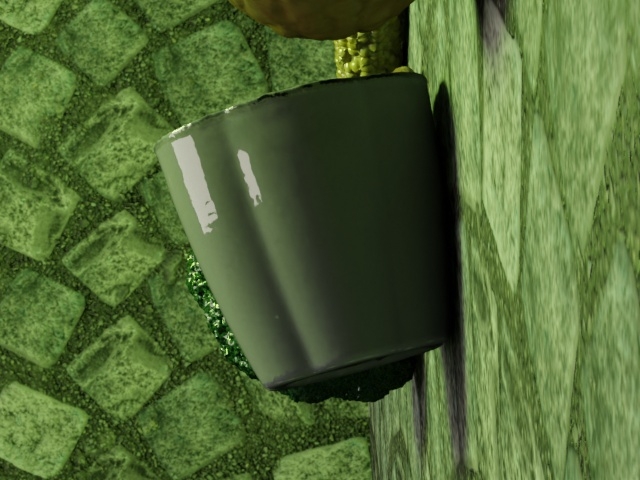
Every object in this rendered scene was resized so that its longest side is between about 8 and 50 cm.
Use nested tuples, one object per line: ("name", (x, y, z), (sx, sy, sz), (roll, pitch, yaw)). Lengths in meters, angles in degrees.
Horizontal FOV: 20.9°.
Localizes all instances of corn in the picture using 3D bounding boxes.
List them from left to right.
("corn", (0.056, -0.214, 1.974), (0.288, 0.087, 0.086), (85, -179, -51))

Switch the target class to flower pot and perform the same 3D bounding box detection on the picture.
("flower pot", (0.000, 0.000, 1.555), (0.265, 0.265, 0.243), (93, 163, -80))

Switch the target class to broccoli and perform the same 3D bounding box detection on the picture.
("broccoli", (-0.009, 0.041, 1.989), (0.297, 0.298, 0.297), (-63, -22, -46))

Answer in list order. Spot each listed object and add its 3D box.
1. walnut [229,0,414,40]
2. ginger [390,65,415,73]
("walnut", (0.008, -0.248, 1.200), (0.228, 0.228, 0.228), (177, 90, -89))
("ginger", (0.074, -0.037, 1.704), (0.089, 0.075, 0.288), (153, 121, -64))
